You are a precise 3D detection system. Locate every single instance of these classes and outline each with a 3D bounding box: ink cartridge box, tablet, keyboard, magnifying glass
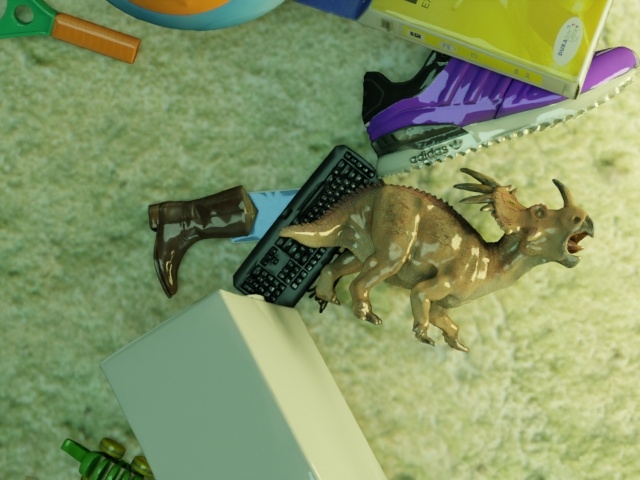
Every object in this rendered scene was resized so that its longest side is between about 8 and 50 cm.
[{"bbox_3d":[0.166,-0.331,1.668,0.307,0.072,0.304,21,77,5],"label":"ink cartridge box"},{"bbox_3d":[-0.057,-0.026,1.760,0.083,0.006,0.054,-4,91,3],"label":"tablet"},{"bbox_3d":[0.000,0.000,1.738,0.100,0.038,0.192,37,94,-6],"label":"keyboard"},{"bbox_3d":[-0.304,-0.237,1.748,0.231,0.026,0.092,20,114,-1],"label":"magnifying glass"}]

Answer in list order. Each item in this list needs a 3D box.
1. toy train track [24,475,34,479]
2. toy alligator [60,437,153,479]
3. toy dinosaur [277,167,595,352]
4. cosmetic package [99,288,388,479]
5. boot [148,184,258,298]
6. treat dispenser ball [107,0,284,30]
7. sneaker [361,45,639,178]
[{"bbox_3d":[-0.332,0.267,1.774,0.083,0.014,0.048,21,99,8],"label":"toy train track"},{"bbox_3d":[-0.193,0.263,1.748,0.189,0.051,0.056,30,93,2],"label":"toy alligator"},{"bbox_3d":[0.108,-0.004,1.682,0.295,0.127,0.200,20,91,-6],"label":"toy dinosaur"},{"bbox_3d":[-0.034,0.250,1.608,0.156,0.217,0.385,-34,71,12],"label":"cosmetic package"},{"bbox_3d":[-0.119,0.001,1.745,0.114,0.037,0.106,-9,89,5],"label":"boot"},{"bbox_3d":[-0.123,-0.350,1.618,0.288,0.288,0.288,0,91,2],"label":"treat dispenser ball"},{"bbox_3d":[0.177,-0.173,1.699,0.293,0.102,0.146,-19,90,3],"label":"sneaker"}]
